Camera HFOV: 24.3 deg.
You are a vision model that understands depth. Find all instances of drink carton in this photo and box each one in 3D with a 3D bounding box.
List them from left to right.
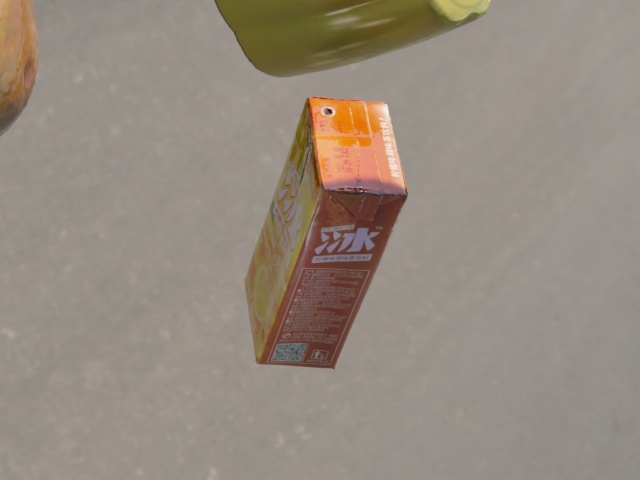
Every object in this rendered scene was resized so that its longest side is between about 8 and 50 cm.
[{"bbox_3d":[0.000,0.000,1.161,0.071,0.223,0.096,3,49,-16],"label":"drink carton"}]

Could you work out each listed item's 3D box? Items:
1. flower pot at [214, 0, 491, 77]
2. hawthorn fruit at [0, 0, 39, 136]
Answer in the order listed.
[{"bbox_3d":[0.036,-0.227,1.170,0.195,0.179,0.195,-2,93,-52],"label":"flower pot"},{"bbox_3d":[-0.419,-0.186,1.564,0.277,0.277,0.298,-21,96,-59],"label":"hawthorn fruit"}]
